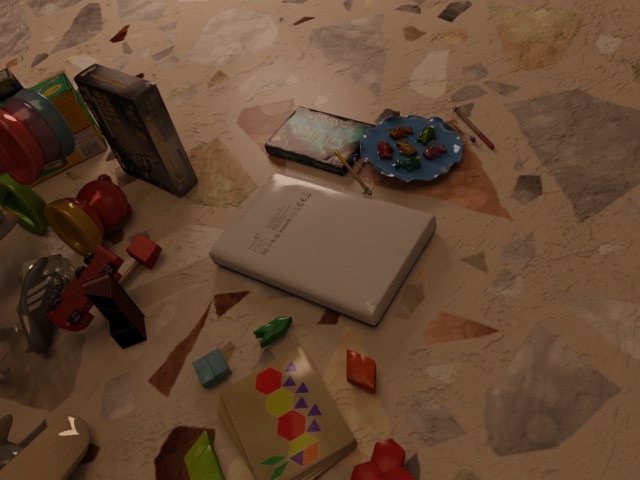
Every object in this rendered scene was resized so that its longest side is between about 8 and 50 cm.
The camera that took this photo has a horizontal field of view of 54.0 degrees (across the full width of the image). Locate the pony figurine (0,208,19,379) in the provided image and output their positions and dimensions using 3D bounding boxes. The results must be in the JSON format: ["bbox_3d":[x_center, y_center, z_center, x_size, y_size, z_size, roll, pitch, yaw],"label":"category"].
[{"bbox_3d":[-0.650,0.097,1.032,0.351,0.302,0.364,-21,41,45],"label":"pony figurine"}]

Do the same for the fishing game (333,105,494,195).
[{"bbox_3d":[0.162,-0.177,1.119,0.263,0.041,0.189,-19,48,-10],"label":"fishing game"}]

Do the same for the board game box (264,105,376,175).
[{"bbox_3d":[0.000,-0.195,1.212,0.186,0.026,0.126,20,58,30],"label":"board game box"}]

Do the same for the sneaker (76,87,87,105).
[{"bbox_3d":[-0.561,-0.365,1.509,0.135,0.058,0.052,-23,48,-3],"label":"sneaker"}]

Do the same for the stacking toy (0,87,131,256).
[{"bbox_3d":[-0.510,-0.137,1.161,0.279,0.309,0.130,10,46,37],"label":"stacking toy"}]

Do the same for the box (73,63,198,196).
[{"bbox_3d":[-0.345,-0.206,1.190,0.183,0.231,0.056,25,58,32],"label":"box"}]

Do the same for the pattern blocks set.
[{"bbox_3d":[-0.046,0.246,0.846,0.285,0.026,0.325,-22,48,-3],"label":"pattern blocks set"}]

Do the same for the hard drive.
[{"bbox_3d":[0.000,0.000,1.034,0.318,0.040,0.210,19,58,30],"label":"hard drive"}]

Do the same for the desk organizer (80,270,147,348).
[{"bbox_3d":[-0.318,0.111,0.977,0.047,0.130,0.050,-21,49,-2],"label":"desk organizer"}]

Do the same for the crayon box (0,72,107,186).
[{"bbox_3d":[-0.618,-0.211,1.321,0.278,0.165,0.081,-28,49,-8],"label":"crayon box"}]

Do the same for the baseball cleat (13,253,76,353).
[{"bbox_3d":[-0.463,0.096,1.075,0.109,0.072,0.206,-20,51,-9],"label":"baseball cleat"}]

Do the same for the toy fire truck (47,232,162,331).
[{"bbox_3d":[-0.353,0.067,1.043,0.047,0.135,0.192,30,80,12],"label":"toy fire truck"}]

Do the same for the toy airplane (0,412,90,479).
[{"bbox_3d":[-0.452,0.379,0.719,0.272,0.386,0.385,-48,47,34],"label":"toy airplane"}]

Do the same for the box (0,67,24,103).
[{"bbox_3d":[-0.675,-0.262,1.357,0.136,0.225,0.037,-29,68,-8],"label":"box"}]
